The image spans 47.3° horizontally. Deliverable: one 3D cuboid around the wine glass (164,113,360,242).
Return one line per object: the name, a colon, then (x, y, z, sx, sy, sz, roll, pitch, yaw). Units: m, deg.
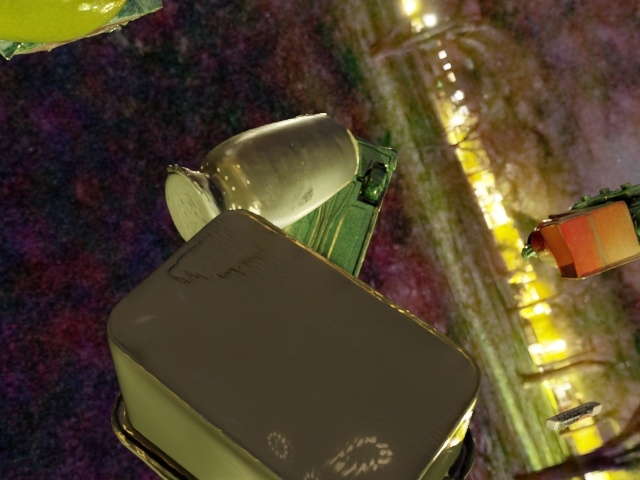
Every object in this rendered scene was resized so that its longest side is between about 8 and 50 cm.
wine glass: (-0.061, -0.065, 0.785, 0.204, 0.111, 0.111, -29, 100, -34)

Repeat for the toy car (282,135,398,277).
toy car: (0.000, 0.000, 1.059, 0.097, 0.141, 0.321, 65, 44, -77)

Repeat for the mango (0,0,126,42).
mango: (-0.346, -0.309, 0.838, 0.273, 0.185, 0.149, -13, 90, -39)

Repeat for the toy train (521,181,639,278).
toy train: (0.261, -0.007, 0.720, 0.176, 0.118, 0.074, 164, -93, -85)

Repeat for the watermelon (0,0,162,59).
watermelon: (-0.410, -0.384, 1.083, 0.387, 0.258, 0.228, -48, 115, -41)

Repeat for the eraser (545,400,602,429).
eraser: (0.415, 0.288, 1.198, 0.019, 0.099, 0.027, -122, -159, -44)

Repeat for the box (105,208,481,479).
box: (-0.019, 0.098, 0.464, 0.243, 0.163, 0.135, 33, -30, 21)
